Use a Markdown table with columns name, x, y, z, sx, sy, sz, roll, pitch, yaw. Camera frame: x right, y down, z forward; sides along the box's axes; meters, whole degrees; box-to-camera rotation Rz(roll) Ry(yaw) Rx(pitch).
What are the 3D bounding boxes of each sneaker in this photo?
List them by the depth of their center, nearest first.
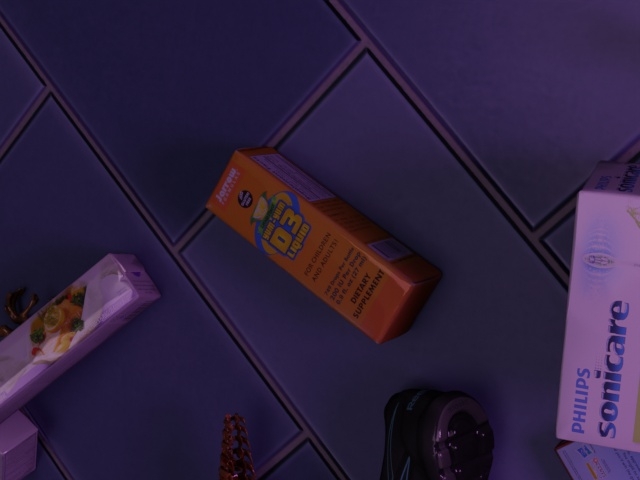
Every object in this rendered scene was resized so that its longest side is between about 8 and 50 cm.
| name | x | y | z | sx | sy | sz | roll | pitch | yaw |
| --- | --- | --- | --- | --- | --- | --- | --- | --- | --- |
| sneaker | 0.120 | 0.268 | 1.046 | 0.106 | 0.101 | 0.268 | 5 | 103 | 51 |

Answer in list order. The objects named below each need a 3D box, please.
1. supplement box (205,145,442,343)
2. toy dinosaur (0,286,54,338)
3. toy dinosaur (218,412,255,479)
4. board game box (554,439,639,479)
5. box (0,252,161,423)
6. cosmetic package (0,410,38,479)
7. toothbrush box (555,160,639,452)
| name | x | y | z | sx | sy | sz | roll | pitch | yaw |
| --- | --- | --- | --- | --- | --- | --- | --- | --- | --- |
| supplement box | 0.000 | 0.000 | 1.060 | 0.233 | 0.080 | 0.078 | 37 | 113 | 21 |
| toy dinosaur | -0.367 | 0.125 | 1.299 | 0.211 | 0.064 | 0.112 | -42 | 79 | 29 |
| toy dinosaur | -0.056 | 0.352 | 1.122 | 0.218 | 0.164 | 0.322 | -11 | 115 | 47 |
| board game box | 0.340 | 0.277 | 0.944 | 0.145 | 0.027 | 0.281 | -34 | 82 | 31 |
| box | -0.327 | 0.133 | 1.222 | 0.324 | 0.067 | 0.063 | -38 | 77 | 12 |
| cosmetic package | -0.454 | 0.199 | 1.349 | 0.239 | 0.060 | 0.099 | 39 | 138 | 18 |
| toothbrush box | 0.337 | 0.062 | 0.822 | 0.283 | 0.122 | 0.206 | 9 | 108 | 20 |
